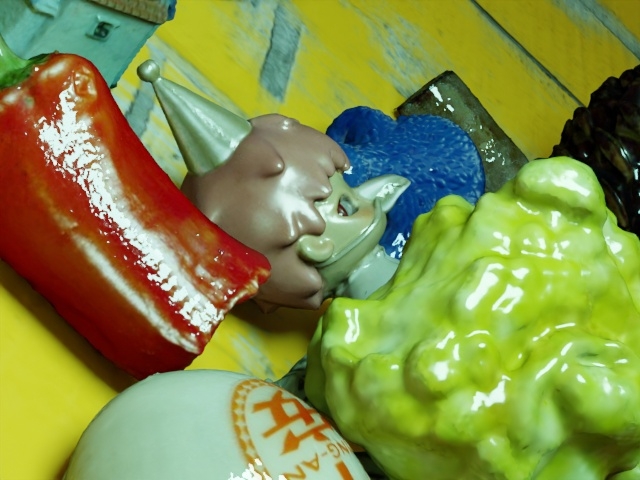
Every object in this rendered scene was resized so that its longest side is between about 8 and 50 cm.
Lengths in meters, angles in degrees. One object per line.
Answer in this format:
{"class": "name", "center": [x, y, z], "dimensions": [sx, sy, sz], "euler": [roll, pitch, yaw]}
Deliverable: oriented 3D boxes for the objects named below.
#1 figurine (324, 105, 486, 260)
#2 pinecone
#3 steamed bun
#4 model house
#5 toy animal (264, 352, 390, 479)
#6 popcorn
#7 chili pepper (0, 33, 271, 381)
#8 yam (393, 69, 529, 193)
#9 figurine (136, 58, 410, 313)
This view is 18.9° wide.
{"class": "figurine", "center": [0.072, -0.056, 1.726], "dimensions": [0.164, 0.121, 0.262], "euler": [58, 29, 7]}
{"class": "pinecone", "center": [0.351, -0.038, 1.988], "dimensions": [0.242, 0.296, 0.298], "euler": [29, -18, 30]}
{"class": "steamed bun", "center": [-0.044, 0.176, 1.205], "dimensions": [0.232, 0.145, 0.232], "euler": [37, 29, -25]}
{"class": "model house", "center": [-0.173, -0.205, 1.499], "dimensions": [0.148, 0.149, 0.119], "euler": [17, 41, -52]}
{"class": "toy animal", "center": [0.046, 0.204, 1.392], "dimensions": [0.170, 0.090, 0.255], "euler": [-6, 58, -55]}
{"class": "popcorn", "center": [0.138, 0.081, 1.320], "dimensions": [0.235, 0.250, 0.242], "euler": [29, -15, 49]}
{"class": "chili pepper", "center": [-0.189, -0.058, 1.298], "dimensions": [0.338, 0.131, 0.134], "euler": [50, 50, -11]}
{"class": "yam", "center": [0.148, -0.105, 1.961], "dimensions": [0.141, 0.079, 0.079], "euler": [49, 26, -7]}
{"class": "figurine", "center": [0.000, 0.000, 1.489], "dimensions": [0.387, 0.166, 0.207], "euler": [50, 9, -9]}
